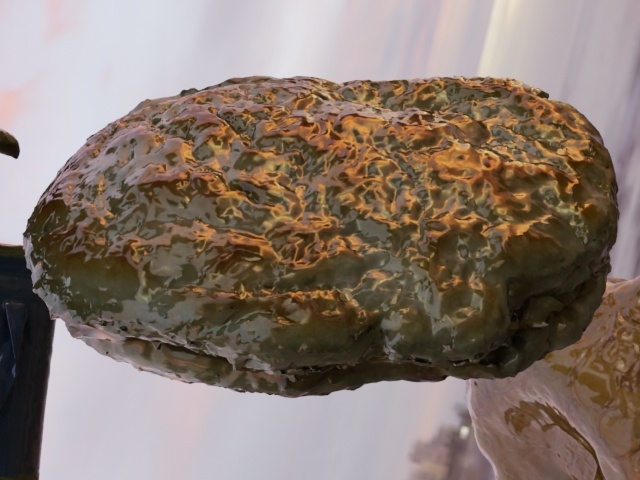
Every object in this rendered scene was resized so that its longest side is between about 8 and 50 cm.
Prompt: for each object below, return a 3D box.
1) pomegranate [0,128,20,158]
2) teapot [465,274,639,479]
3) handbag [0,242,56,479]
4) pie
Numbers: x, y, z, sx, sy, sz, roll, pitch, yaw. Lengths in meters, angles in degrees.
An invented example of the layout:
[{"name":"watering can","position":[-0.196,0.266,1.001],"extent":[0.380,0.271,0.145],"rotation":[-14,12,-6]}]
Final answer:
[{"name":"pomegranate","position":[-0.313,-0.119,0.789],"extent":[0.341,0.260,0.260],"rotation":[40,-125,-35]},{"name":"teapot","position":[0.211,0.116,0.993],"extent":[0.167,0.203,0.311],"rotation":[-30,-38,-26]},{"name":"handbag","position":[-0.382,0.114,1.401],"extent":[0.222,0.263,0.241],"rotation":[-2,79,62]},{"name":"pie","position":[0.000,0.000,0.621],"extent":[0.201,0.248,0.090],"rotation":[-88,-1,-56]}]
